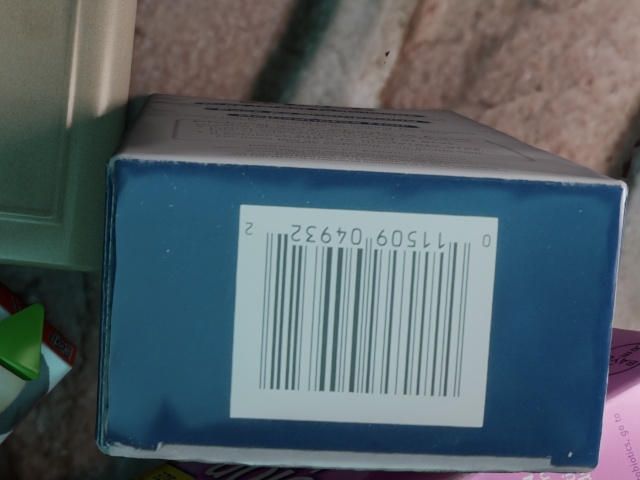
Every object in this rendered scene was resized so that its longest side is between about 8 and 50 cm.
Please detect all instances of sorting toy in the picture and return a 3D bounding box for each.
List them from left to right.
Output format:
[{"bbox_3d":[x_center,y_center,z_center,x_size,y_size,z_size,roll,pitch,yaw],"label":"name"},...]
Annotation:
[{"bbox_3d":[-0.195,-0.082,0.757,0.196,0.047,0.348,7,82,-18],"label":"sorting toy"}]

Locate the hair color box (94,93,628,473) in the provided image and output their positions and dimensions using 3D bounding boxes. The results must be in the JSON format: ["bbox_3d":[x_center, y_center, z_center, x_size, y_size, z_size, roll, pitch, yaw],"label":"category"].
[{"bbox_3d":[0.000,0.000,0.651,0.173,0.347,0.105,3,99,-5],"label":"hair color box"}]

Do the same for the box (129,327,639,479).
[{"bbox_3d":[0.047,0.138,0.714,0.243,0.213,0.117,-26,102,-20],"label":"box"}]

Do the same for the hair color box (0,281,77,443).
[{"bbox_3d":[-0.206,0.042,0.796,0.141,0.043,0.072,42,93,-10],"label":"hair color box"}]
